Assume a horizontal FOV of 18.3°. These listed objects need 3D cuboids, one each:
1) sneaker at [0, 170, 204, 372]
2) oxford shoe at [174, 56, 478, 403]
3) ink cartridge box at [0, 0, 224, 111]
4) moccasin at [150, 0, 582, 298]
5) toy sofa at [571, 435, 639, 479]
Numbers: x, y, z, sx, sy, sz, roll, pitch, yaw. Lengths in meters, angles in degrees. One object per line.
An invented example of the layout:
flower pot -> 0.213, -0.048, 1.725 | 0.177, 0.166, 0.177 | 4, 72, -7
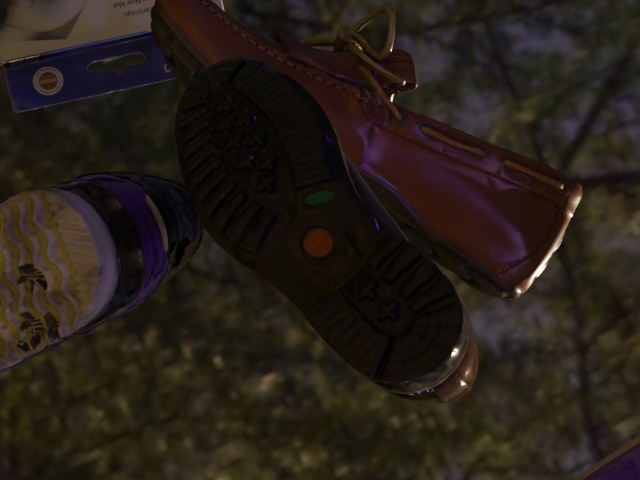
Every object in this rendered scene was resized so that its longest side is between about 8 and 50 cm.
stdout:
sneaker -> -0.180, 0.028, 1.199 | 0.293, 0.146, 0.102 | -18, -86, 42
oxford shoe -> 0.000, 0.000, 1.000 | 0.227, 0.083, 0.096 | 55, 3, 29
ink cartridge box -> -0.208, -0.242, 1.879 | 0.045, 0.223, 0.224 | -120, -162, -67
moccasin -> 0.037, -0.103, 1.595 | 0.380, 0.147, 0.139 | 31, -6, 0
toy sofa -> 0.308, 0.249, 1.602 | 0.177, 0.362, 0.150 | 59, -2, -24
